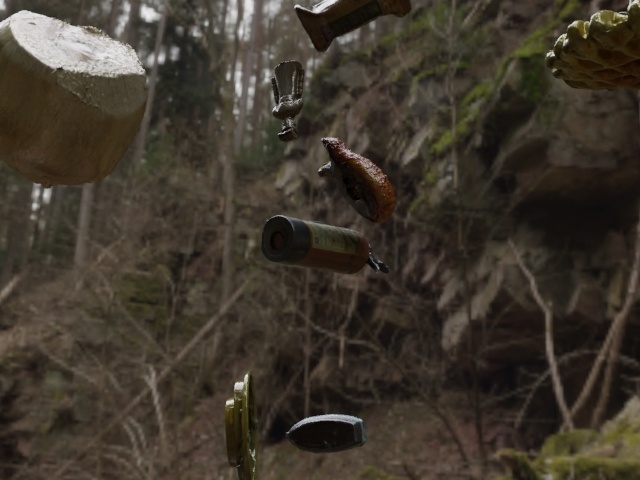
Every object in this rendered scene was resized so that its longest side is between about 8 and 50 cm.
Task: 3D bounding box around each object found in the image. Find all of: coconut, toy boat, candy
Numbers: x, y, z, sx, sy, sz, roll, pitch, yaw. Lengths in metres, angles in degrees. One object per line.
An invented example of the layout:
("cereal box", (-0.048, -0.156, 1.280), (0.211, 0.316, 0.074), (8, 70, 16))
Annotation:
("coconut", (-0.461, -0.233, 1.632), (0.297, 0.297, 0.254), (13, -59, -23))
("toy boat", (0.009, 0.308, 1.486), (0.140, 0.059, 0.066), (-9, -12, 22))
("candy", (0.083, -0.544, 2.187), (0.271, 0.101, 0.143), (-29, -64, -5))

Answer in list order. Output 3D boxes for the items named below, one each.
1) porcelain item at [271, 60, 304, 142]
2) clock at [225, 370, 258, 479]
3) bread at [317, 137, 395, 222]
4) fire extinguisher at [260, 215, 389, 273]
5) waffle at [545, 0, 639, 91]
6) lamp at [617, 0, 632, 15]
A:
("porcelain item", (-0.072, -0.316, 2.165), (0.084, 0.213, 0.054), (-19, -34, 26))
("clock", (-0.155, 0.371, 1.819), (0.057, 0.237, 0.237), (-3, -20, -1))
("bread", (0.091, -0.151, 2.289), (0.095, 0.269, 0.139), (-16, -42, -31))
("fire extinguisher", (0.008, -0.005, 2.310), (0.376, 0.200, 0.113), (13, -46, -47))
("waffle", (0.389, -0.219, 1.078), (0.250, 0.056, 0.261), (-3, -5, 9))
("lamp", (0.597, -0.457, 1.796), (0.050, 0.198, 0.056), (16, -42, 15))
